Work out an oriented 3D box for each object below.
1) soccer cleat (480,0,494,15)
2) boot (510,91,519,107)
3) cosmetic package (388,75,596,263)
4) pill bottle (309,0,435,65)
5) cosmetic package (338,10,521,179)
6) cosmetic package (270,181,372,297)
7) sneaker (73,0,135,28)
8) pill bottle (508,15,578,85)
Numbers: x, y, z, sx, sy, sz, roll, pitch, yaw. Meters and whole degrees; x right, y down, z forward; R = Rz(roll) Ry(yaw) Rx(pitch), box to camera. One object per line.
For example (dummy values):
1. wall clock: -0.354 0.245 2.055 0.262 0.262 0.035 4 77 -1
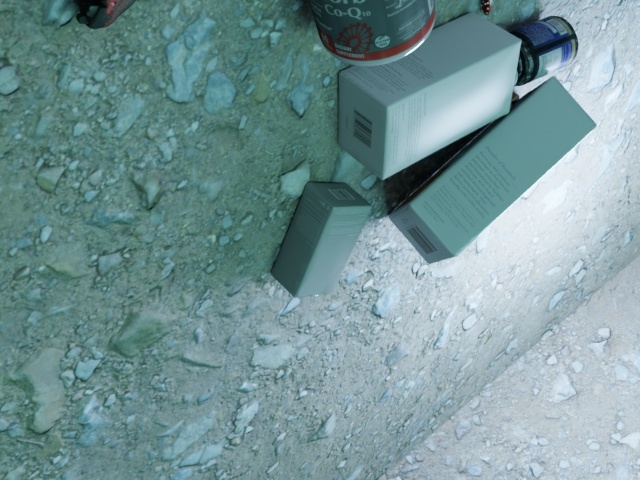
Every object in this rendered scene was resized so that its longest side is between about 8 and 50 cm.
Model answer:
1. soccer cleat: 0.358 -0.513 1.901 0.035 0.029 0.083 -27 136 -21
2. boot: 0.413 -0.339 2.103 0.059 0.085 0.158 -41 180 27
3. cosmetic package: 0.390 -0.156 2.086 0.453 0.161 0.230 -41 -179 -10
4. pill bottle: 0.062 -0.477 1.454 0.210 0.210 0.363 -39 144 -13
5. cosmetic package: 0.224 -0.300 1.851 0.365 0.155 0.197 -29 142 -27
6. cosmetic package: 0.000 0.000 1.951 0.127 0.107 0.238 -3 128 -46
7. sneaker: -0.242 -0.410 1.286 0.135 0.097 0.276 22 105 -52
8. pill bottle: 0.463 -0.418 2.024 0.219 0.123 0.123 -25 140 -29
